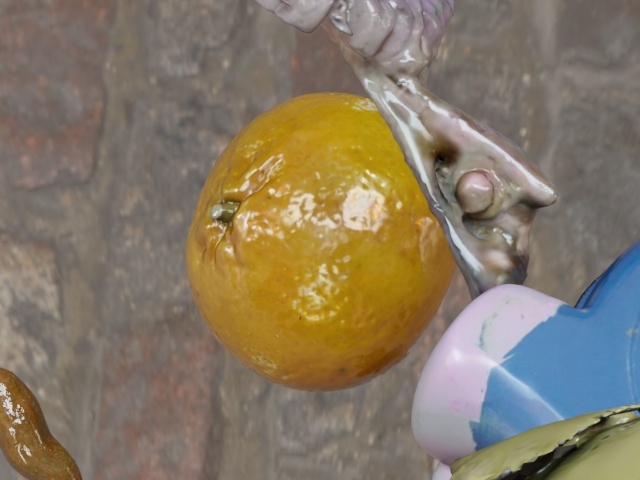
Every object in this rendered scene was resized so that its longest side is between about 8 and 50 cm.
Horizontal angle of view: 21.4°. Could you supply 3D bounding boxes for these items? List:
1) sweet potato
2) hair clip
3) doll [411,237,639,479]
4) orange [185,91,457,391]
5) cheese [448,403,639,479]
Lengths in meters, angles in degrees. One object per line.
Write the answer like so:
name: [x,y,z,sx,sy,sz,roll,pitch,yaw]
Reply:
sweet potato: [-0.266,0.200,1.598,0.056,0.056,0.195,-37,97,-17]
hair clip: [0.029,-0.101,0.886,0.069,0.173,0.300,-41,79,26]
doll: [0.170,0.125,0.642,0.284,0.310,0.240,-22,56,-7]
orange: [0.002,-0.001,1.236,0.193,0.219,0.219,39,64,-26]
cheese: [0.109,0.154,0.307,0.316,0.128,0.259,33,85,40]
